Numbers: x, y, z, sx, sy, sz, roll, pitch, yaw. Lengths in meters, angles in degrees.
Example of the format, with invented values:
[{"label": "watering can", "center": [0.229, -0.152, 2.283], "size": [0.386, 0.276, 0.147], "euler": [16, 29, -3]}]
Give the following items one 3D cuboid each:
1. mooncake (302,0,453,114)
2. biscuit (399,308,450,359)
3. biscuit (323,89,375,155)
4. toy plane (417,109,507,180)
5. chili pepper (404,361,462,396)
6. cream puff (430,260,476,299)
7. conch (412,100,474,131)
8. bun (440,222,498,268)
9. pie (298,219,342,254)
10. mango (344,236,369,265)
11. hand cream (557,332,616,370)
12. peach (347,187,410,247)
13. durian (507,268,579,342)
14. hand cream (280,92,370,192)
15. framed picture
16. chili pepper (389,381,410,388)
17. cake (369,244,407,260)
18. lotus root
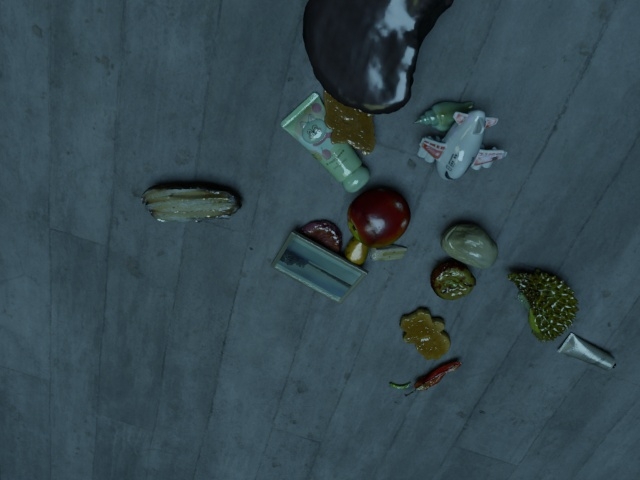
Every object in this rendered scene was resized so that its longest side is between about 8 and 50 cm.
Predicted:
[{"label": "mooncake", "center": [0.134, -0.542, 1.306], "size": [0.351, 0.212, 0.381], "euler": [32, 121, -2]}, {"label": "biscuit", "center": [0.382, 0.338, 1.831], "size": [0.166, 0.036, 0.225], "euler": [-32, 111, 24]}, {"label": "biscuit", "center": [0.081, -0.362, 1.488], "size": [0.162, 0.035, 0.250], "euler": [-29, 97, -7]}, {"label": "toy plane", "center": [0.399, -0.264, 1.440], "size": [0.252, 0.118, 0.252], "euler": [1, 143, 1]}, {"label": "chili pepper", "center": [0.418, 0.511, 1.906], "size": [0.059, 0.050, 0.268], "euler": [31, 119, -30]}, {"label": "cream puff", "center": [0.433, 0.126, 1.680], "size": [0.149, 0.084, 0.149], "euler": [4, 128, 6]}, {"label": "conch", "center": [0.351, -0.349, 1.454], "size": [0.180, 0.065, 0.088], "euler": [-12, 114, 6]}, {"label": "bun", "center": [0.468, 0.009, 1.592], "size": [0.173, 0.167, 0.113], "euler": [32, 83, -19]}, {"label": "pie", "center": [0.000, 0.000, 1.715], "size": [0.154, 0.038, 0.153], "euler": [5, 119, 9]}, {"label": "mango", "center": [0.124, 0.032, 1.701], "size": [0.079, 0.057, 0.114], "euler": [27, 116, 3]}, {"label": "hand cream", "center": [0.926, 0.391, 1.758], "size": [0.186, 0.054, 0.087], "euler": [24, 115, 4]}, {"label": "peach", "center": [0.184, -0.076, 1.568], "size": [0.197, 0.197, 0.197], "euler": [4, 118, 8]}, {"label": "durian", "center": [0.722, 0.205, 1.656], "size": [0.172, 0.166, 0.306], "euler": [-42, 112, -5]}, {"label": "hand cream", "center": [0.029, -0.282, 1.544], "size": [0.147, 0.093, 0.306], "euler": [-38, 97, 20]}, {"label": "framed picture", "center": [-0.009, 0.098, 1.748], "size": [0.289, 0.016, 0.213], "euler": [29, 135, -6]}, {"label": "chili pepper", "center": [0.306, 0.558, 1.970], "size": [0.083, 0.017, 0.030], "euler": [2, 116, 9]}, {"label": "cake", "center": [0.225, 0.042, 1.691], "size": [0.121, 0.065, 0.052], "euler": [11, 122, -4]}, {"label": "lotus root", "center": [-0.422, -0.141, 1.699], "size": [0.330, 0.078, 0.167], "euler": [0, 141, 8]}]
